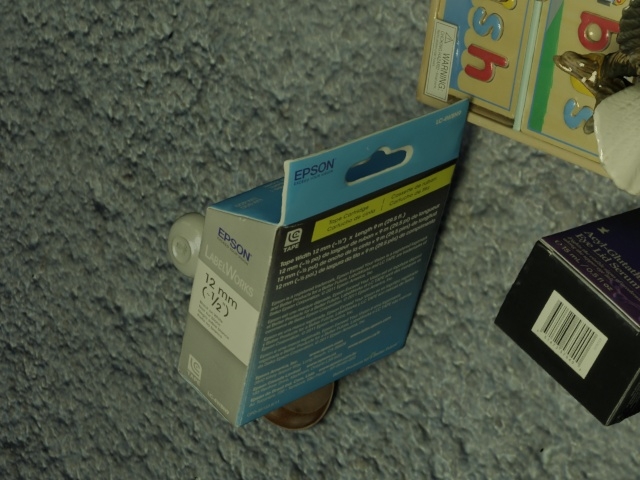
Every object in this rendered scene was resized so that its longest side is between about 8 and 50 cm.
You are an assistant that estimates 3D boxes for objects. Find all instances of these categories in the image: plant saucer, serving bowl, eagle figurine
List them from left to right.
[{"bbox_3d":[-0.159,0.009,2.303,0.083,0.027,0.083,14,110,42],"label":"serving bowl"},{"bbox_3d":[-0.038,0.139,2.220,0.168,0.029,0.168,13,109,41],"label":"plant saucer"},{"bbox_3d":[0.339,-0.199,1.623,0.298,0.226,0.225,-42,71,43],"label":"eagle figurine"}]

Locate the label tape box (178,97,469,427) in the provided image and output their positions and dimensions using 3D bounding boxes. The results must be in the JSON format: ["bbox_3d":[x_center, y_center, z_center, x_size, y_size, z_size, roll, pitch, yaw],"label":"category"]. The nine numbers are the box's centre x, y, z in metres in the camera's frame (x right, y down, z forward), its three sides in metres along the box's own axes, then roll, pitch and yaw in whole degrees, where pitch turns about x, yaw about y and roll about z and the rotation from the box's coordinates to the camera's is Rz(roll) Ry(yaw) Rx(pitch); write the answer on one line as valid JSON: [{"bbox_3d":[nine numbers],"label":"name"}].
[{"bbox_3d":[0.000,0.000,1.955,0.115,0.249,0.348,40,136,32],"label":"label tape box"}]

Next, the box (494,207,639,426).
[{"bbox_3d":[0.292,0.064,1.753,0.153,0.207,0.108,43,127,26],"label":"box"}]

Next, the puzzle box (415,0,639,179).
[{"bbox_3d":[0.236,-0.286,1.820,0.272,0.052,0.409,25,117,37],"label":"puzzle box"}]
